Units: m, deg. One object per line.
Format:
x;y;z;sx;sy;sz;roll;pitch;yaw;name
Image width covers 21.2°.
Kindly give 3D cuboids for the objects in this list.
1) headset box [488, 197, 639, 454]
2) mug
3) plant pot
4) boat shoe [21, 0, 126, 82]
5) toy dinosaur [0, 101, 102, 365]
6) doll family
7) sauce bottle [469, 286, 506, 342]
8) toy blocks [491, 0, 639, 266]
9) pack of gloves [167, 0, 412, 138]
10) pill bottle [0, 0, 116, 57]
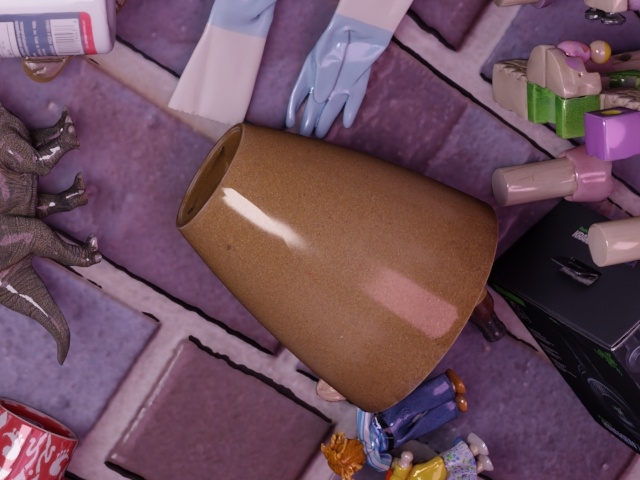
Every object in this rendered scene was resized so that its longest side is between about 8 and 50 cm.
0.338;0.108;1.812;0.131;0.246;0.283;-43;121;-7;headset box
-0.306;0.243;1.642;0.113;0.150;0.169;26;91;5;mug
0.000;0.000;1.639;0.254;0.237;0.237;32;92;-17;plant pot
-0.221;-0.202;1.542;0.135;0.045;0.050;-46;108;0;boat shoe
-0.290;-0.037;1.546;0.160;0.121;0.313;-11;117;-10;toy dinosaur
0.085;0.217;1.800;0.163;0.118;0.263;-28;118;-15;doll family
0.158;0.058;1.825;0.042;0.042;0.128;-40;119;-8;sauce bottle
0.339;-0.159;1.698;0.260;0.288;0.309;-10;110;-17;toy blocks
-0.021;-0.212;1.642;0.195;0.046;0.232;13;116;-30;pack of gloves
-0.269;-0.209;1.459;0.180;0.108;0.108;-2;110;-2;pill bottle
